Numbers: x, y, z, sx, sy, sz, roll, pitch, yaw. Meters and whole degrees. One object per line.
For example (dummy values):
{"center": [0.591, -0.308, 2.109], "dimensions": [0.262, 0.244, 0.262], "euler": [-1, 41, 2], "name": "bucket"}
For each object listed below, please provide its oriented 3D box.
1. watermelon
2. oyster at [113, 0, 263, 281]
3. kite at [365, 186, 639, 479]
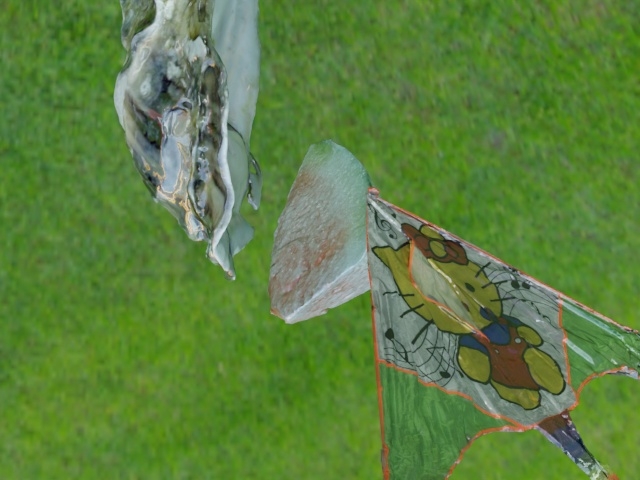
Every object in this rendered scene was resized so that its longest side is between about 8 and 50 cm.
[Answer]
{"center": [0.009, -0.004, 1.032], "dimensions": [0.094, 0.180, 0.081], "euler": [-16, 119, 16], "name": "watermelon"}
{"center": [-0.058, -0.106, 0.757], "dimensions": [0.087, 0.199, 0.252], "euler": [-11, 89, 3], "name": "oyster"}
{"center": [0.089, 0.073, 0.506], "dimensions": [0.198, 0.244, 0.006], "euler": [-21, 156, -52], "name": "kite"}
